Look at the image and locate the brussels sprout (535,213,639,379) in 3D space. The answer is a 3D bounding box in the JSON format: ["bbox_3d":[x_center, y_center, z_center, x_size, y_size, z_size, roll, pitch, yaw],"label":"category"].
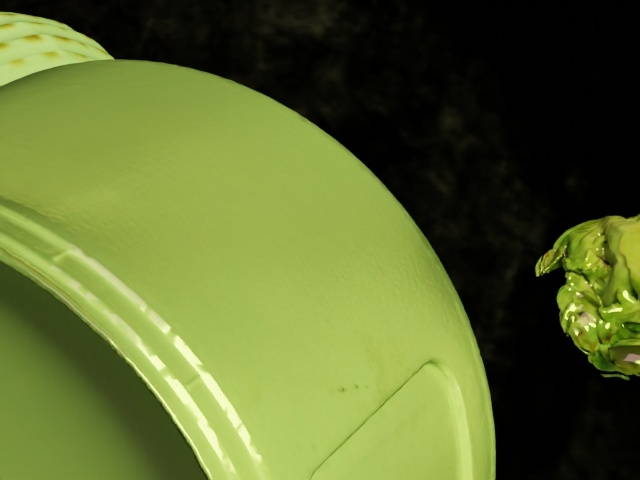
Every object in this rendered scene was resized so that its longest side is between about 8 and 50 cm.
[{"bbox_3d":[0.135,0.020,0.833,0.085,0.058,0.085,0,67,-1],"label":"brussels sprout"}]

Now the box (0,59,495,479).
[{"bbox_3d":[-0.080,0.074,0.559,0.226,0.226,0.149,33,27,12],"label":"box"}]

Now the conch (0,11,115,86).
[{"bbox_3d":[-0.110,0.016,0.718,0.131,0.172,0.200,-19,48,8],"label":"conch"}]
